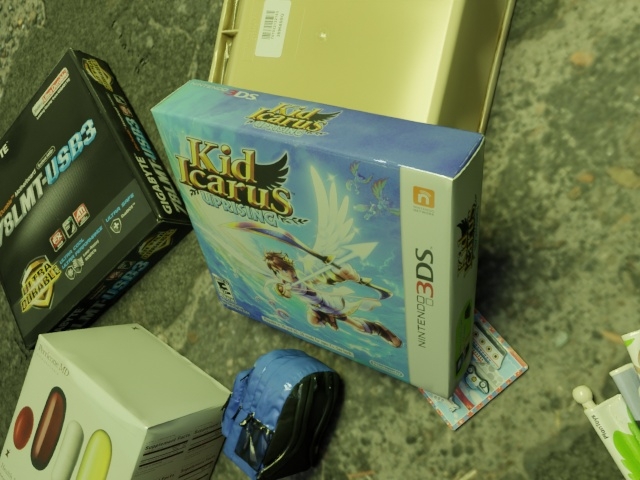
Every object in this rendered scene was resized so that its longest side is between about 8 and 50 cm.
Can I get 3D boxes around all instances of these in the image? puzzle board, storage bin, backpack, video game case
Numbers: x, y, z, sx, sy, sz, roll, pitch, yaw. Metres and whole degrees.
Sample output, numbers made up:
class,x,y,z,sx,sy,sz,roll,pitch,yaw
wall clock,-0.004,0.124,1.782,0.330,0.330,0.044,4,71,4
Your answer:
class,x,y,z,sx,sy,sz,roll,pitch,yaw
puzzle board,0.119,0.102,0.586,0.096,0.011,0.128,-48,67,19
storage bin,0.029,-0.179,0.590,0.260,0.123,0.262,15,95,30
backpack,-0.045,0.170,0.627,0.101,0.098,0.120,28,102,32
video game case,0.000,0.000,0.532,0.270,0.061,0.244,17,137,28

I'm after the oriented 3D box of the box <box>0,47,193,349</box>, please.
class,x,y,z,sx,sy,sz,roll,pitch,yaw
box,-0.343,-0.052,0.829,0.295,0.073,0.293,-39,70,22

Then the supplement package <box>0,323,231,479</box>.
class,x,y,z,sx,sy,sz,roll,pitch,yaw
supplement package,-0.238,0.234,0.705,0.194,0.149,0.203,27,102,28

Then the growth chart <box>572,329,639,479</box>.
class,x,y,z,sx,sy,sz,roll,pitch,yaw
growth chart,0.321,0.115,0.465,0.237,0.021,0.172,-41,68,21
